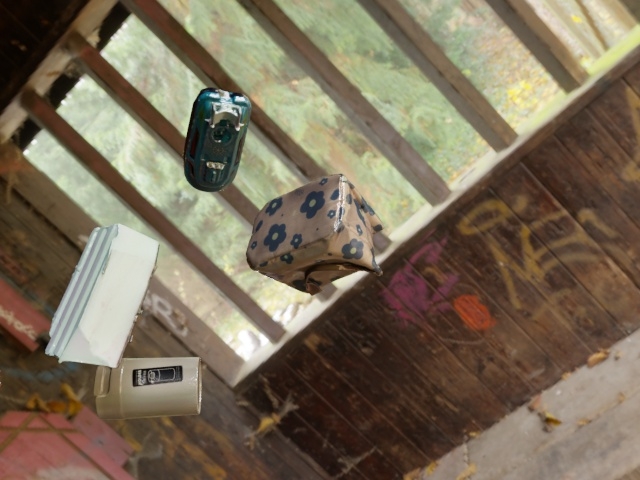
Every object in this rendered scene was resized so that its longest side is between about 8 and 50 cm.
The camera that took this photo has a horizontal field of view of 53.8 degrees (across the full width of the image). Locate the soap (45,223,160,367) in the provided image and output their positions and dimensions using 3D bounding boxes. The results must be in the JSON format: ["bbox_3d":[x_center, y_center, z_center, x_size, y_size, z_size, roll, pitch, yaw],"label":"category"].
[{"bbox_3d":[-0.349,0.093,1.014,0.145,0.091,0.230,-5,62,51],"label":"soap"}]

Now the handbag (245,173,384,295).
[{"bbox_3d":[0.000,0.000,1.301,0.252,0.193,0.190,-20,45,35],"label":"handbag"}]

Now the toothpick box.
[{"bbox_3d":[-0.316,0.273,1.169,0.111,0.181,0.111,180,90,-83],"label":"toothpick box"}]

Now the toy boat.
[{"bbox_3d":[-0.245,-0.205,1.461,0.298,0.134,0.092,112,159,-46],"label":"toy boat"}]
